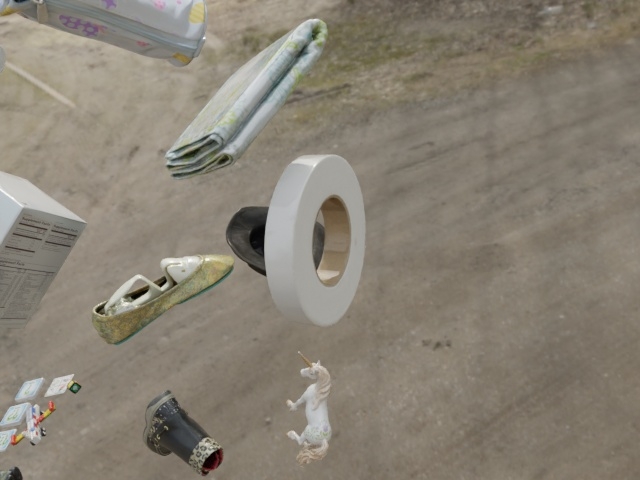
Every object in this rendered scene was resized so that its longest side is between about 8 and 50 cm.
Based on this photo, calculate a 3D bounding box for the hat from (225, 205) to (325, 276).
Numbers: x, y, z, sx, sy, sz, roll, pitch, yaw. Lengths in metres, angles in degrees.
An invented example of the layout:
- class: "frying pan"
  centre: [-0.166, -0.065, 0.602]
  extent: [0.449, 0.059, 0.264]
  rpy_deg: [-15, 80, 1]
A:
- class: "hat"
  centre: [-0.133, 0.035, 2.008]
  extent: [0.332, 0.133, 0.331]
  rpy_deg: [14, 42, -13]

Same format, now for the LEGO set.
- class: "LEGO set"
  centre: [-0.633, 0.365, 1.457]
  extent: [0.244, 0.060, 0.182]
  rpy_deg: [-17, 39, 32]

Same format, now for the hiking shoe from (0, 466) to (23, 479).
- class: "hiking shoe"
  centre: [-0.694, 0.547, 1.322]
  extent: [0.114, 0.086, 0.227]
  rpy_deg: [-8, 19, 13]

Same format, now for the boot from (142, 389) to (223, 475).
- class: "boot"
  centre: [-0.294, 0.443, 1.427]
  extent: [0.179, 0.236, 0.085]
  rpy_deg: [38, 52, 22]

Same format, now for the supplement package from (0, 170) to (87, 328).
- class: "supplement package"
  centre: [-0.653, 0.014, 1.323]
  extent: [0.199, 0.198, 0.262]
  rpy_deg: [32, 92, 18]

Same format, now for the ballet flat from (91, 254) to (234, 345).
- class: "ballet flat"
  centre: [-0.363, 0.108, 1.522]
  extent: [0.349, 0.123, 0.123]
  rpy_deg: [-32, 34, -9]

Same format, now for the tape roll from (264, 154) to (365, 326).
- class: "tape roll"
  centre: [0.000, 0.000, 1.493]
  extent: [0.072, 0.391, 0.392]
  rpy_deg: [3, 37, 25]

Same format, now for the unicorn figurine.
- class: "unicorn figurine"
  centre: [-0.013, 0.253, 1.009]
  extent: [0.060, 0.161, 0.111]
  rpy_deg: [-8, -17, -37]

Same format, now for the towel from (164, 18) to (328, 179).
- class: "towel"
  centre: [-0.162, -0.293, 1.439]
  extent: [0.321, 0.090, 0.374]
  rpy_deg: [-6, 46, 57]

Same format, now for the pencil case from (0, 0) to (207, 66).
- class: "pencil case"
  centre: [-0.284, -0.312, 0.869]
  extent: [0.273, 0.113, 0.124]
  rpy_deg: [5, 25, -43]

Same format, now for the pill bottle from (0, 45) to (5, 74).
- class: "pill bottle"
  centre: [-0.759, -0.395, 1.342]
  extent: [0.209, 0.119, 0.119]
  rpy_deg: [26, 39, -1]
